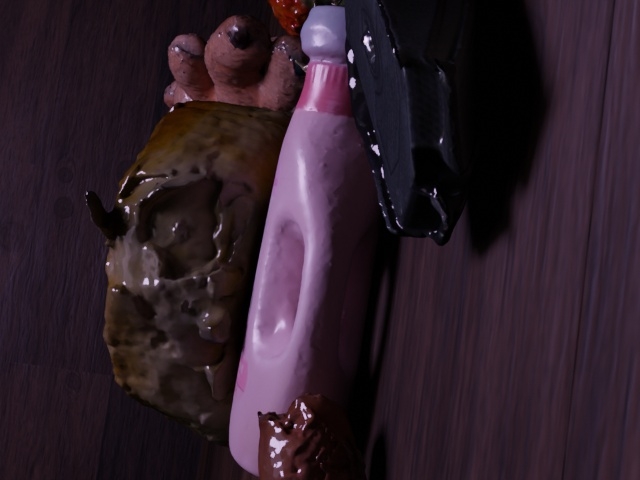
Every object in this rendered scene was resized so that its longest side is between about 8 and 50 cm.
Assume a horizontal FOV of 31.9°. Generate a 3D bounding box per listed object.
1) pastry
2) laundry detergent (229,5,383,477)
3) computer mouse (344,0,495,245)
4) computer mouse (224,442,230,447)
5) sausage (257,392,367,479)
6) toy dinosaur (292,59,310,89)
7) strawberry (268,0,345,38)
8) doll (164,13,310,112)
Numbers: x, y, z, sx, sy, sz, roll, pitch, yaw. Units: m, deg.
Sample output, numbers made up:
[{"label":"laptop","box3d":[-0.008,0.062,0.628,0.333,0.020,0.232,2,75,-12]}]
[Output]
[{"label":"pastry","box3d":[-0.084,0.027,0.983,0.329,0.136,0.330,11,-90,-76]},{"label":"laundry detergent","box3d":[0.000,0.000,0.819,0.159,0.087,0.335,-138,57,-81]},{"label":"computer mouse","box3d":[0.057,-0.097,0.586,0.231,0.071,0.126,-102,7,-47]},{"label":"computer mouse","box3d":[-0.090,0.132,1.263,0.323,0.116,0.183,176,108,-83]},{"label":"sausage","box3d":[-0.012,0.246,0.684,0.078,0.078,0.304,128,147,-75]},{"label":"toy dinosaur","box3d":[0.016,-0.124,0.921,0.047,0.083,0.031,-29,46,44]},{"label":"strawberry","box3d":[-0.017,-0.328,1.251,0.236,0.106,0.175,-90,11,-52]},{"label":"doll","box3d":[-0.059,-0.178,1.211,0.156,0.201,0.303,-59,4,-22]}]
